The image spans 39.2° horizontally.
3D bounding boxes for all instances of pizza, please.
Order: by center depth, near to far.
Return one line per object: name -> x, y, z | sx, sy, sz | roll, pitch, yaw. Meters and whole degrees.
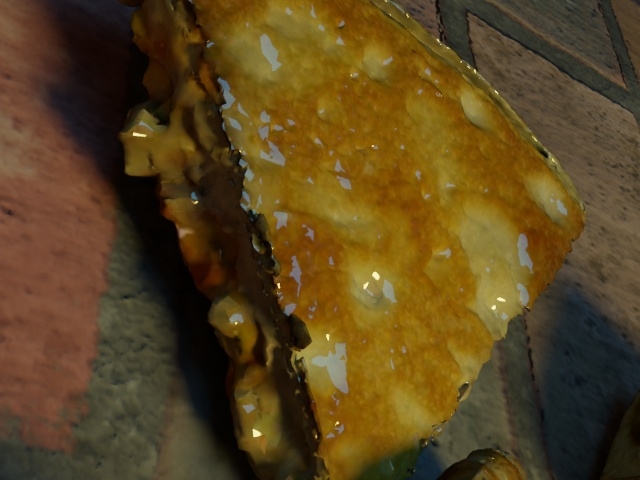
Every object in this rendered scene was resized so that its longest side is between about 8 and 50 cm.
pizza -> 0.000, 0.000, 0.570 | 0.439, 0.130, 0.406 | 30, 55, -29

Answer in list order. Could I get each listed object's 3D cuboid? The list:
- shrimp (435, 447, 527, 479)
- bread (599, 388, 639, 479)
shrimp -> 0.079, 0.182, 0.481 | 0.187, 0.051, 0.133 | 10, 84, -61
bread -> 0.377, 0.242, 0.674 | 0.338, 0.155, 0.187 | 45, 44, -4
